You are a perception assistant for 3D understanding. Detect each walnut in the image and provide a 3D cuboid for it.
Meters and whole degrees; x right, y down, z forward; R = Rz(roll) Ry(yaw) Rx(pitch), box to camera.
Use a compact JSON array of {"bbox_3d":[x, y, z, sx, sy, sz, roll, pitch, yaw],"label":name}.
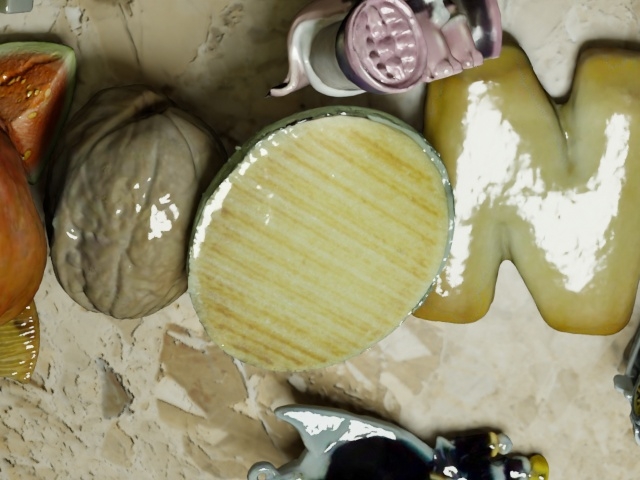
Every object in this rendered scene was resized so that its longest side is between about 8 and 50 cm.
[{"bbox_3d":[-0.176,-0.026,1.188,0.178,0.178,0.230,20,115,-6],"label":"walnut"}]

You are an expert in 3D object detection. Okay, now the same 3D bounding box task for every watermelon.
[{"bbox_3d":[-0.280,-0.114,1.196,0.125,0.094,0.135,-13,111,-8],"label":"watermelon"}]

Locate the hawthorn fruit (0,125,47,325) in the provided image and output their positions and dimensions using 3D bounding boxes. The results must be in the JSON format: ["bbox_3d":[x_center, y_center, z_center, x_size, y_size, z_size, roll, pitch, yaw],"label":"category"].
[{"bbox_3d":[-0.373,-0.016,1.126,0.258,0.258,0.262,-38,112,13],"label":"hawthorn fruit"}]

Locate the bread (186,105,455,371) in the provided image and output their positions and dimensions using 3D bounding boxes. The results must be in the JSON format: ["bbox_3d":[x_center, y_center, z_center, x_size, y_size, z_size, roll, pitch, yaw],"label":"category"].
[{"bbox_3d":[0.000,0.000,1.163,0.267,0.040,0.267,-10,118,-19],"label":"bread"}]

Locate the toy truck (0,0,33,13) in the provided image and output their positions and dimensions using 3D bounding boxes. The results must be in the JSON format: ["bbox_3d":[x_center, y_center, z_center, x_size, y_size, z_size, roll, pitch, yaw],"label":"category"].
[{"bbox_3d":[-0.285,-0.385,1.013,0.181,0.254,0.405,14,109,13],"label":"toy truck"}]

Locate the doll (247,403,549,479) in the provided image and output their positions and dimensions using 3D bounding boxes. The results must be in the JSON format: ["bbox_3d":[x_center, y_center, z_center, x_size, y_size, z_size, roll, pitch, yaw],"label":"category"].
[{"bbox_3d":[0.081,0.246,1.313,0.316,0.103,0.145,6,125,-10],"label":"doll"}]

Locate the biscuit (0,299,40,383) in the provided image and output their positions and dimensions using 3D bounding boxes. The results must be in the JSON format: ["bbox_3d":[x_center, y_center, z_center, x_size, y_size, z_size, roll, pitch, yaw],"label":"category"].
[{"bbox_3d":[-0.391,0.060,1.292,0.228,0.031,0.176,15,108,-5],"label":"biscuit"}]

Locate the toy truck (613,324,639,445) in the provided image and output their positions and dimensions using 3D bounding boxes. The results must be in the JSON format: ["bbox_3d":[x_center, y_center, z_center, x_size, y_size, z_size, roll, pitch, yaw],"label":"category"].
[{"bbox_3d":[0.397,0.025,1.189,0.146,0.175,0.367,16,109,-3],"label":"toy truck"}]

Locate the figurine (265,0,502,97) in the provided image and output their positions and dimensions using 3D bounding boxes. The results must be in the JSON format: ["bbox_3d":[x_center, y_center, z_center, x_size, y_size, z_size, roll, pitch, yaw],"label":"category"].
[{"bbox_3d":[0.036,-0.293,1.038,0.211,0.253,0.361,1,106,15],"label":"figurine"}]

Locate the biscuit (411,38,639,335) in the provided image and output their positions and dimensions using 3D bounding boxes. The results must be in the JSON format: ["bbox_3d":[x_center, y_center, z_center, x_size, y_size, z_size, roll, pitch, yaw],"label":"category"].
[{"bbox_3d":[0.205,-0.046,1.228,0.237,0.062,0.290,7,111,-1],"label":"biscuit"}]
